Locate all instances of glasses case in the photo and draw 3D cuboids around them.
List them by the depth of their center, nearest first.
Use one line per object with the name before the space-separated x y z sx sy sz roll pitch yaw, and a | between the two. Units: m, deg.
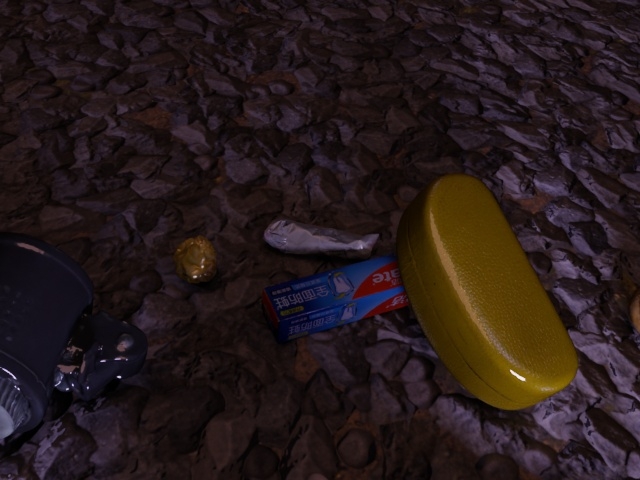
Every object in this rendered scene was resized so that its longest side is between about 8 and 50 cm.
glasses case | 0.234 0.084 1.166 0.173 0.141 0.371 -13 69 -30

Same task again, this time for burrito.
burrito | 0.000 0.001 1.329 0.203 0.064 0.064 8 45 -1

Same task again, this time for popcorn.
popcorn | -0.200 0.039 1.265 0.084 0.084 0.084 3 46 -3

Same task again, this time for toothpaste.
toothpaste | 0.064 0.084 1.250 0.320 0.066 0.076 -15 49 -19

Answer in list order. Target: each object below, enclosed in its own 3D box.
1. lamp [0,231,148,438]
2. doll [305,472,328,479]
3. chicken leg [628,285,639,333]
lamp | -0.456 0.130 1.044 0.374 0.205 0.272 31 46 8
doll | 0.026 0.378 0.962 0.160 0.059 0.161 30 50 22
chicken leg | 0.597 0.091 1.290 0.101 0.085 0.207 -15 19 43
